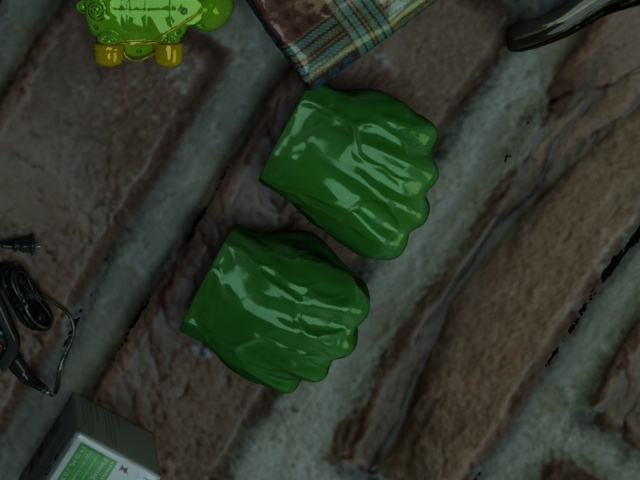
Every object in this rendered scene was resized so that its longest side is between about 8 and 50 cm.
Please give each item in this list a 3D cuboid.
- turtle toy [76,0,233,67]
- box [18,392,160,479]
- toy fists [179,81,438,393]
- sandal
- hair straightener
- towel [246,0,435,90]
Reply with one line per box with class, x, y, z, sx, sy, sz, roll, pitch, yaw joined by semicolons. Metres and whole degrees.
turtle toy;-0.136;-0.193;1.455;0.130;0.066;0.095;0;106;-8
box;-0.204;0.208;1.544;0.087;0.102;0.101;31;99;-17
toy fists;0.000;0.000;1.516;0.142;0.096;0.279;29;100;1
sandal;0.252;-0.227;1.503;0.219;0.090;0.060;-25;86;7
hair straightener;-0.275;0.034;1.512;0.089;0.047;0.230;-29;108;1
towel;0.065;-0.333;1.423;0.370;0.040;0.271;-38;109;-6
